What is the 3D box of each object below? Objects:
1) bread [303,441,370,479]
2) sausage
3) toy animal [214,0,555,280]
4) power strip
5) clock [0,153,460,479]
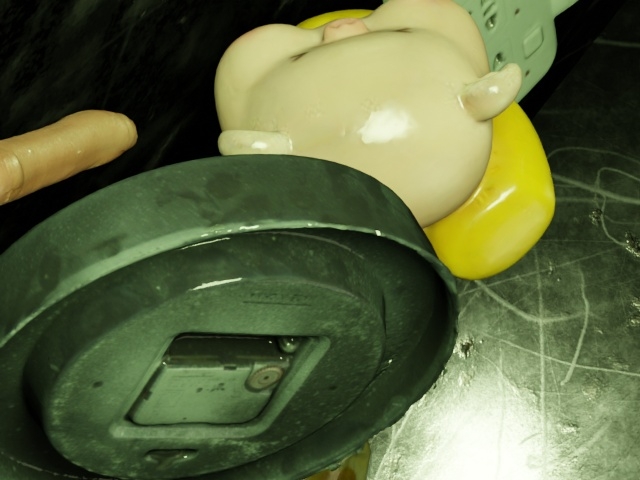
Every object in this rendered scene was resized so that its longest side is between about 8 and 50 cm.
[{"bbox_3d":[-0.116,0.255,1.704,0.300,0.341,0.210,-54,165,-21],"label":"bread"},{"bbox_3d":[-0.175,-0.055,1.117,0.043,0.043,0.186,-56,170,23],"label":"sausage"},{"bbox_3d":[-0.003,-0.087,1.406,0.345,0.278,0.247,-22,156,10],"label":"toy animal"},{"bbox_3d":[0.172,-0.263,1.807,0.261,0.141,0.229,-45,147,-19],"label":"power strip"},{"bbox_3d":[-0.086,0.082,1.312,0.386,0.076,0.386,-13,145,-9],"label":"clock"}]
